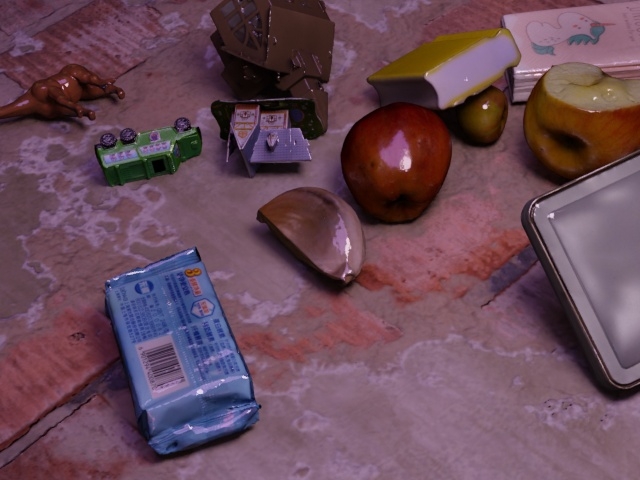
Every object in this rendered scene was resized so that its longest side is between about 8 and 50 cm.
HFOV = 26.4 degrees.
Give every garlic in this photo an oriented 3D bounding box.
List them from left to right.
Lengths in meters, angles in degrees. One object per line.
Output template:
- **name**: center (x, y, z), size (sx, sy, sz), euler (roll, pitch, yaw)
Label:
- **garlic**: center (0.005, -0.013, 1.914), size (0.101, 0.087, 0.195), euler (-42, 56, -12)

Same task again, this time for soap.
- **soap**: center (-0.187, 0.145, 1.785), size (0.156, 0.077, 0.293), euler (-16, 46, -9)

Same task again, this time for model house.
- **model house**: center (-0.083, -0.149, 2.055), size (0.167, 0.117, 0.088), euler (0, 61, 7)
- **model house**: center (-0.060, -0.264, 2.151), size (0.176, 0.181, 0.248), euler (-36, 69, 28)

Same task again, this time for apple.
- **apple**: center (0.113, -0.114, 1.956), size (0.156, 0.147, 0.158), euler (5, 43, -17)
- **apple**: center (0.244, -0.190, 2.049), size (0.074, 0.090, 0.090), euler (-3, 44, 21)
- **apple**: center (0.392, -0.174, 1.957), size (0.195, 0.160, 0.173), euler (24, 57, 26)

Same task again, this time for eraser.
- **eraser**: center (0.186, -0.257, 2.063), size (0.158, 0.069, 0.226), euler (-30, 15, -16)

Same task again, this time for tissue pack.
- **tissue pack**: center (0.452, -0.303, 2.141), size (0.325, 0.071, 0.170), euler (-6, 43, 2)

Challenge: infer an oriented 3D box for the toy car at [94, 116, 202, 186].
- **toy car**: center (-0.260, -0.134, 2.084), size (0.165, 0.071, 0.063), euler (-13, 60, -4)

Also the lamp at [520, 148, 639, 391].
- **lamp**: center (0.421, 0.023, 1.732), size (0.269, 0.047, 0.267), euler (-24, 86, -14)

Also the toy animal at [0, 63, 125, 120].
- **toy animal**: center (-0.458, -0.219, 2.197), size (0.229, 0.066, 0.224), euler (16, 45, 31)
